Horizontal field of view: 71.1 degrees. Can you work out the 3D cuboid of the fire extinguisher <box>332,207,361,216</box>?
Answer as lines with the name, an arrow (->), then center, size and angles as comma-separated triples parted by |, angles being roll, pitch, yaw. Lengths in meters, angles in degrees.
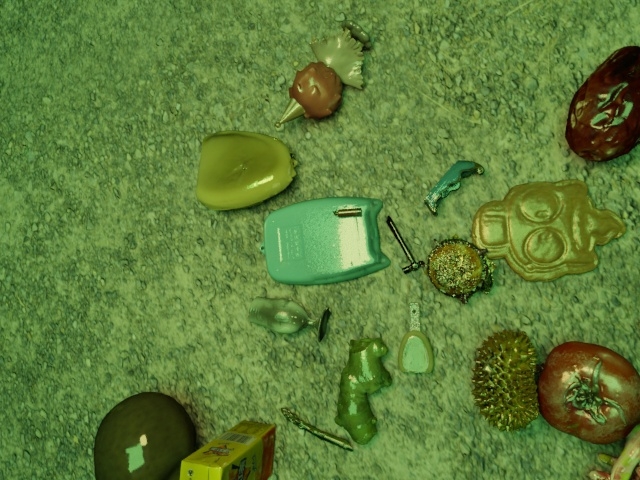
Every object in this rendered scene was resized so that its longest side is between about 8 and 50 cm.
fire extinguisher -> 0.075, -0.080, 1.267 | 0.083, 0.022, 0.028 | -4, 44, 10

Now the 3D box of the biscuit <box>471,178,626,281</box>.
biscuit -> 0.595, -0.027, 1.180 | 0.375, 0.051, 0.270 | -4, 84, 13

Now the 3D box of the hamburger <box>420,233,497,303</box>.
hamburger -> 0.367, 0.078, 1.187 | 0.189, 0.093, 0.164 | 28, 103, 18

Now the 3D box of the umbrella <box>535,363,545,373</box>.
umbrella -> 0.528, 0.340, 1.165 | 0.165, 0.025, 0.027 | -15, 102, 13

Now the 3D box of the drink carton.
drink carton -> -0.226, 0.588, 1.145 | 0.111, 0.351, 0.155 | 2, 84, 13

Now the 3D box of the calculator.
calculator -> 0.000, 0.000, 1.316 | 0.386, 0.054, 0.256 | -8, 82, 13

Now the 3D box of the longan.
longan -> -0.488, 0.603, 1.249 | 0.288, 0.288, 0.350 | 4, 93, 14

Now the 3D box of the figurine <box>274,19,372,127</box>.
figurine -> 0.006, -0.466, 1.322 | 0.207, 0.166, 0.387 | 36, 85, -22

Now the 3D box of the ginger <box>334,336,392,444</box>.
ginger -> 0.118, 0.404, 1.224 | 0.137, 0.089, 0.290 | 17, 84, -4

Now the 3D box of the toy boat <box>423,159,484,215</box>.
toy boat -> 0.366, -0.146, 1.233 | 0.077, 0.075, 0.185 | 41, 90, 17

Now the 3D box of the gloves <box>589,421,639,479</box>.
gloves -> 0.726, 0.526, 1.033 | 0.126, 0.145, 0.241 | 27, 82, 16

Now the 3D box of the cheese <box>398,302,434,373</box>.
cheese -> 0.260, 0.267, 1.230 | 0.096, 0.037, 0.192 | -2, 82, 12

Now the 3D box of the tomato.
tomato -> 0.631, 0.352, 1.052 | 0.231, 0.188, 0.232 | 1, 91, 24

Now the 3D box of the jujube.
jujube -> 0.730, -0.335, 1.113 | 0.197, 0.197, 0.290 | 26, 81, 15

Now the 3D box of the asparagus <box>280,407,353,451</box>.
asparagus -> -0.013, 0.538, 1.267 | 0.235, 0.027, 0.034 | 21, 109, 16

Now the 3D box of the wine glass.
wine glass -> -0.090, 0.218, 1.287 | 0.222, 0.103, 0.103 | 10, 86, 13

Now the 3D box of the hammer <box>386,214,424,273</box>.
hammer -> 0.227, 0.008, 1.276 | 0.065, 0.021, 0.178 | -29, 77, 10

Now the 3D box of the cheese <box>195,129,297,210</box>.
cheese -> -0.223, -0.214, 1.356 | 0.315, 0.128, 0.260 | 3, 82, 12

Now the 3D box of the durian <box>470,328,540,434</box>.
durian -> 0.438, 0.343, 1.096 | 0.183, 0.138, 0.250 | -13, 67, 41
